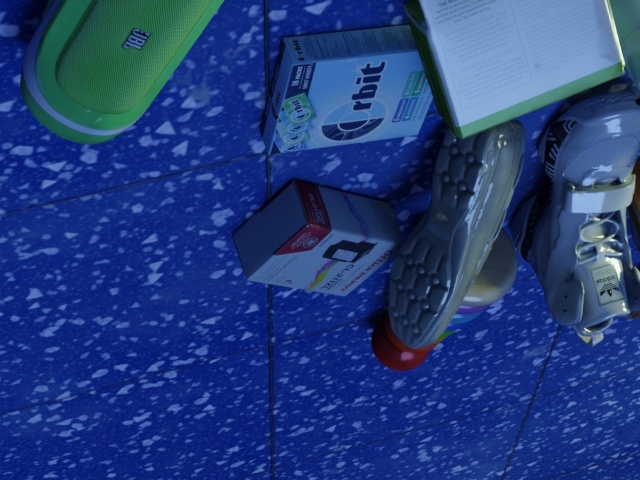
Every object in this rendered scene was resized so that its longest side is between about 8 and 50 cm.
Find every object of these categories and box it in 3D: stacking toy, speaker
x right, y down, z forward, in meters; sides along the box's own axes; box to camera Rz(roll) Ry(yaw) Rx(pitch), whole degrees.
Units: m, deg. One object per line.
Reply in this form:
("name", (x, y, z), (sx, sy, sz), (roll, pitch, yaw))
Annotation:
("stacking toy", (0.157, 0.091, 1.953), (0.141, 0.141, 0.330), (-8, 154, -20))
("speaker", (-0.161, -0.217, 1.227), (0.131, 0.131, 0.296), (4, 143, -36))

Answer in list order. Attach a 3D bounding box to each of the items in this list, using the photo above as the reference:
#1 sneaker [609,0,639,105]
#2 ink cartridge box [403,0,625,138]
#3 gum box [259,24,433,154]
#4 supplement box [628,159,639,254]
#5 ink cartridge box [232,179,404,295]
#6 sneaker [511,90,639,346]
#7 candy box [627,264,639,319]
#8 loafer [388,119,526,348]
("sneaker", (0.427, -0.214, 1.556), (0.256, 0.151, 0.094), (-5, 146, -27))
("ink cartridge box", (0.179, -0.259, 1.397), (0.188, 0.097, 0.255), (-22, 117, -2))
("gum box", (0.037, -0.166, 1.517), (0.184, 0.041, 0.157), (-8, 149, -19))
("supplement box", (0.484, -0.037, 1.970), (0.078, 0.080, 0.233), (-21, 153, 7))
("ink cartridge box", (0.000, 0.000, 1.745), (0.175, 0.072, 0.127), (11, 138, -42))
("sneaker", (0.363, -0.020, 1.787), (0.137, 0.210, 0.366), (-11, 150, -15))
("candy box", (0.587, 0.069, 2.239), (0.186, 0.053, 0.109), (-7, 150, -18))
("loafer", (0.174, -0.007, 1.718), (0.111, 0.112, 0.319), (-6, 127, -43))
